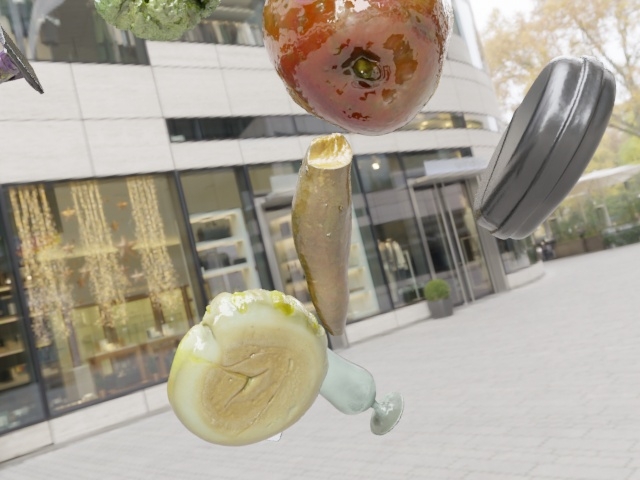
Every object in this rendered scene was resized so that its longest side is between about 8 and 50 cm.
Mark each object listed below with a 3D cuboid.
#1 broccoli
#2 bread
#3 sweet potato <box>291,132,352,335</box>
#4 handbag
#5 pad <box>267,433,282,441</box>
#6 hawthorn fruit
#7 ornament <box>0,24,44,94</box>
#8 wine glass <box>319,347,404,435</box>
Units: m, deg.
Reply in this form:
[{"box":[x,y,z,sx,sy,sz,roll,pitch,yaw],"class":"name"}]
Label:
[{"box":[-0.338,-0.576,1.383,0.302,0.186,0.254,-40,-38,17],"class":"broccoli"},{"box":[-0.090,0.159,0.778,0.213,0.213,0.105,-13,20,-11],"class":"bread"},{"box":[0.000,0.000,0.706,0.077,0.244,0.077,2,18,-1],"class":"sweet potato"},{"box":[0.323,-0.137,0.914,0.093,0.254,0.308,23,-28,4],"class":"handbag"},{"box":[-0.122,0.309,1.226,0.143,0.003,0.211,3,35,11],"class":"pad"},{"box":[0.076,-0.398,1.212,0.403,0.403,0.403,-14,-4,-1],"class":"hawthorn fruit"},{"box":[-0.464,-0.183,0.788,0.203,0.088,0.081,-39,-40,-4],"class":"ornament"},{"box":[0.055,0.300,1.249,0.103,0.231,0.103,-46,20,22],"class":"wine glass"}]
